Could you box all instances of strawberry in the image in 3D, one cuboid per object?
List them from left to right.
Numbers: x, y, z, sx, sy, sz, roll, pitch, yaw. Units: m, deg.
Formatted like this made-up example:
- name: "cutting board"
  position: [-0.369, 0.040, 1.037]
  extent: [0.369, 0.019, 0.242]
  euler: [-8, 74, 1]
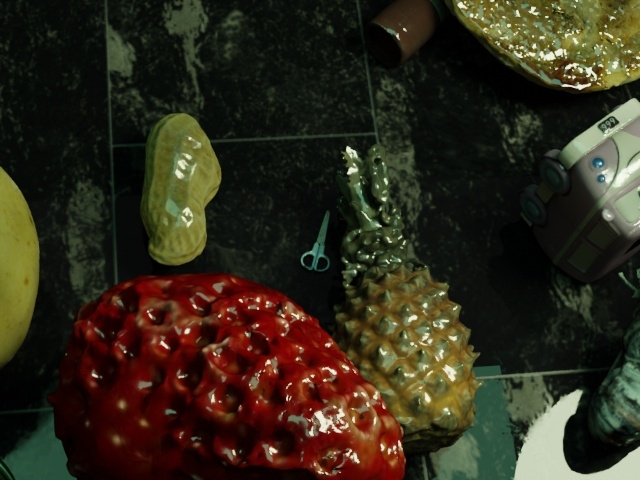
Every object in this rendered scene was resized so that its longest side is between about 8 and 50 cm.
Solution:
- name: "strawberry"
  position: [-0.067, 0.166, 1.173]
  extent: [0.295, 0.345, 0.317]
  euler: [-53, 122, -36]

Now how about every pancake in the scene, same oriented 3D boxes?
- name: "pancake"
  position: [0.313, -0.346, 1.589]
  extent: [0.356, 0.065, 0.356]
  euler: [3, 67, -8]

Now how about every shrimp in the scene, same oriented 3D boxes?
- name: "shrimp"
  position: [0.413, 0.072, 1.355]
  extent: [0.172, 0.137, 0.372]
  euler: [40, 91, 13]

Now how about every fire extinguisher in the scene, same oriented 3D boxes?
- name: "fire extinguisher"
  position: [0.145, -0.333, 1.609]
  extent: [0.099, 0.071, 0.231]
  euler: [44, 68, 0]

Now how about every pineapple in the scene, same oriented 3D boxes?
- name: "pineapple"
  position: [0.079, 0.059, 1.370]
  extent: [0.175, 0.175, 0.361]
  euler: [-4, 66, -7]

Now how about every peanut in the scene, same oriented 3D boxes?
- name: "peanut"
  position: [-0.168, -0.059, 1.448]
  extent: [0.093, 0.083, 0.194]
  euler: [16, 63, -38]

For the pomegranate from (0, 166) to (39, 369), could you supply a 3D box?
- name: "pomegranate"
  position: [-0.447, 0.016, 1.271]
  extent: [0.319, 0.319, 0.319]
  euler: [2, 64, -5]

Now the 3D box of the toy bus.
- name: "toy bus"
  position: [0.337, -0.056, 1.429]
  extent: [0.142, 0.202, 0.142]
  euler: [-32, 74, -19]

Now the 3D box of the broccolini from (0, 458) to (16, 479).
- name: "broccolini"
  position: [-0.353, 0.261, 1.295]
  extent: [0.202, 0.091, 0.068]
  euler: [41, 98, 33]

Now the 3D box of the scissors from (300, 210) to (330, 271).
- name: "scissors"
  position: [0.000, 0.000, 1.476]
  extent: [0.036, 0.006, 0.083]
  euler: [13, 64, 2]
